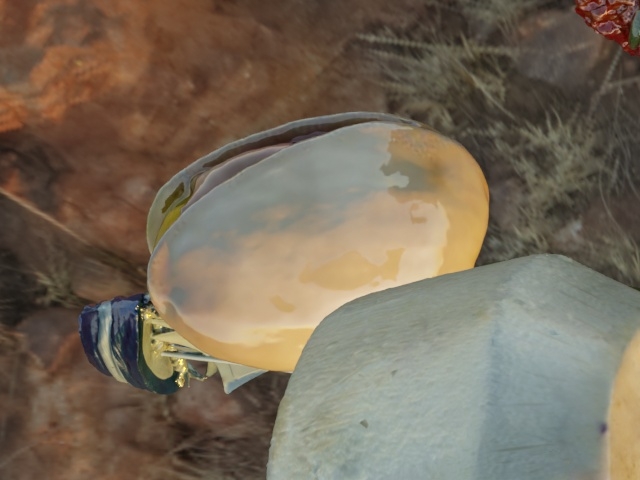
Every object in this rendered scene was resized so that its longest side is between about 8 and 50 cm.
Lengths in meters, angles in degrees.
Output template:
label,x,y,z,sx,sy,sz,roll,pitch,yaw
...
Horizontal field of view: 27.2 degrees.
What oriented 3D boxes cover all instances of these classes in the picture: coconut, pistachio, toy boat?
label,x,y,z,sx,sy,sz,roll,pitch,yaw
coconut,0.090,0.139,0.696,0.247,0.245,0.245,-17,74,42
pistachio,0.000,0.000,1.177,0.309,0.230,0.229,-7,78,-5
toy boat,-0.103,0.122,1.329,0.292,0.210,0.070,17,68,-13

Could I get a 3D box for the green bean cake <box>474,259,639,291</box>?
label,x,y,z,sx,sy,sz,roll,pitch,yaw
green bean cake,0.277,0.113,1.404,0.247,0.250,0.156,13,93,26

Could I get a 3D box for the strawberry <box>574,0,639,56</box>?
label,x,y,z,sx,sy,sz,roll,pitch,yaw
strawberry,0.250,-0.230,1.035,0.106,0.286,0.188,-19,111,27
